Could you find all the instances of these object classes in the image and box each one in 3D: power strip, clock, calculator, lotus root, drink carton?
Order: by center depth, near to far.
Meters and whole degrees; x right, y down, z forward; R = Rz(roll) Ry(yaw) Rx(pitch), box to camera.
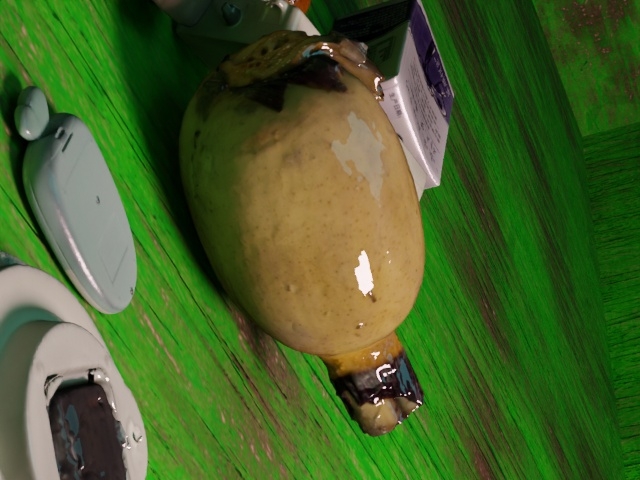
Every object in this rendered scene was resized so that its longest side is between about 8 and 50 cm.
[{"bbox_3d":[-0.141,0.113,0.814,0.236,0.053,0.237,-15,90,-73],"label":"clock"},{"bbox_3d":[-0.149,-0.024,0.952,0.095,0.021,0.153,-77,152,-58],"label":"calculator"},{"bbox_3d":[0.000,0.000,1.157,0.183,0.182,0.310,-65,138,-65],"label":"lotus root"},{"bbox_3d":[-0.010,-0.116,1.333,0.367,0.106,0.043,45,61,-60],"label":"power strip"},{"bbox_3d":[0.071,-0.151,1.642,0.222,0.101,0.134,-76,150,-58],"label":"drink carton"}]

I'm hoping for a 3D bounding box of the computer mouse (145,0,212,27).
[{"bbox_3d":[-0.126,-0.351,1.145,0.199,0.114,0.389,-13,89,-77],"label":"computer mouse"}]

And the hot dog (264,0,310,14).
[{"bbox_3d":[-0.068,-0.288,1.355,0.131,0.069,0.253,-84,155,-51],"label":"hot dog"}]
